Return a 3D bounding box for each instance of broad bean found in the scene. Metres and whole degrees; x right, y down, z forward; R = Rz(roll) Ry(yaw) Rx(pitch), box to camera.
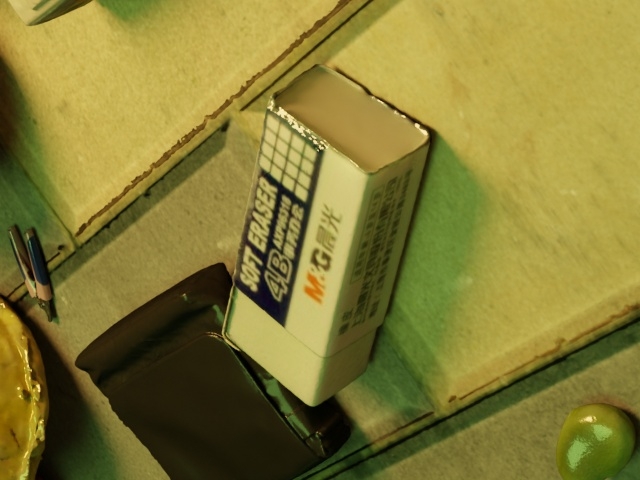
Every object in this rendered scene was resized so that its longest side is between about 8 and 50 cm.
[{"bbox_3d":[0.228,0.169,1.569,0.063,0.045,0.083,38,130,17],"label":"broad bean"}]

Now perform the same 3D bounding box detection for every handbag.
[{"bbox_3d":[-0.104,0.148,1.856,0.223,0.080,0.247,51,138,-7],"label":"handbag"}]

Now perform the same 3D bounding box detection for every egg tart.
[{"bbox_3d":[-0.446,0.201,2.072,0.341,0.132,0.341,-7,77,32],"label":"egg tart"}]

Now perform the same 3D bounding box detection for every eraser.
[{"bbox_3d":[0.000,0.000,1.639,0.130,0.086,0.287,37,137,22],"label":"eraser"}]

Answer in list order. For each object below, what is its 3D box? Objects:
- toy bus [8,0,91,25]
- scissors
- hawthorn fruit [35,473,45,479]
[{"bbox_3d":[-0.184,-0.267,1.619,0.268,0.106,0.092,-24,97,50],"label":"toy bus"},{"bbox_3d":[-0.306,0.037,2.018,0.039,0.012,0.113,9,122,41],"label":"scissors"},{"bbox_3d":[-0.400,0.304,2.197,0.194,0.157,0.157,47,141,30],"label":"hawthorn fruit"}]
